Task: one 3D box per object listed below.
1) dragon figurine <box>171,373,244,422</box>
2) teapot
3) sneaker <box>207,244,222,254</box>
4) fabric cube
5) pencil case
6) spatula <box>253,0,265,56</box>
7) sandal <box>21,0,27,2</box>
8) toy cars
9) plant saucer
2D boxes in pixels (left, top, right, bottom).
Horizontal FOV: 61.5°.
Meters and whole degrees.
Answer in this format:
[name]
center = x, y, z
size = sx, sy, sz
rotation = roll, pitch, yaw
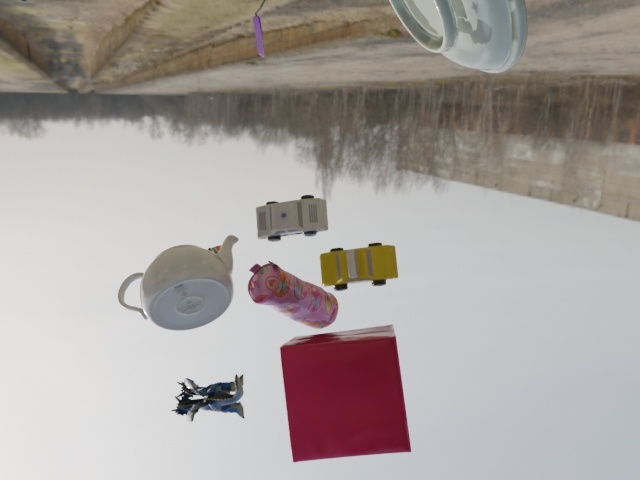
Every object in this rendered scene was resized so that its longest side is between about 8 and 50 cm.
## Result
[dragon figurine]
center = -0.226, 0.314, 1.071
size = 0.144, 0.085, 0.289
rotation = 0, 166, -14
[teapot]
center = -0.360, 0.102, 1.406
size = 0.256, 0.252, 0.187
rotation = 11, -143, -38
[sneaker]
center = -0.342, 0.090, 1.927
size = 0.075, 0.161, 0.057
rotation = -23, 177, -34
[fabric cube]
center = 0.064, 0.346, 1.271
size = 0.258, 0.254, 0.259
rotation = -8, 175, 5
[pencil case]
center = -0.072, 0.153, 1.467
size = 0.124, 0.124, 0.284
rotation = 16, 169, 45
[spatula]
center = -0.135, -0.601, 1.300
size = 0.030, 0.296, 0.084
rotation = 3, -159, -21
[sandal]
center = -0.702, -0.567, 1.168
size = 0.067, 0.040, 0.179
rotation = 43, -166, 0
[toy cars]
center = 0.000, 0.000, 1.280
size = 0.394, 0.176, 0.087
rotation = 35, -178, 18
[plant saucer]
center = 0.202, -0.455, 0.965
size = 0.100, 0.400, 0.400
rotation = -35, -163, 1
